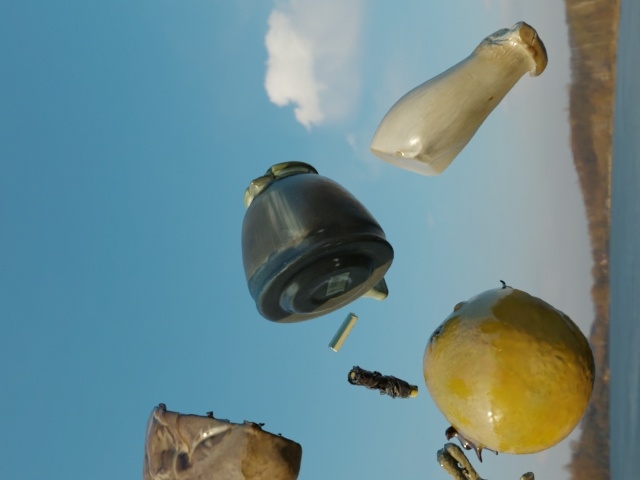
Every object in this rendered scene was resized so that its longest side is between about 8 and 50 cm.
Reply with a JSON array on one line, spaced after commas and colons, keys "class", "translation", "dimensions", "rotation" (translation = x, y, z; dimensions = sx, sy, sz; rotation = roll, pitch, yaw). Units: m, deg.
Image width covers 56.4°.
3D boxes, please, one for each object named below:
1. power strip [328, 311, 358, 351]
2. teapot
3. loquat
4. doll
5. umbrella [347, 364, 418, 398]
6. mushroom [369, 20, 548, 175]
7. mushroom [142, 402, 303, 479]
[{"class": "power strip", "translation": [0.067, 0.263, 1.723], "dimensions": [0.123, 0.032, 0.056], "rotation": [-57, -3, -5]}, {"class": "teapot", "translation": [0.006, -0.014, 1.026], "dimensions": [0.322, 0.239, 0.239], "rotation": [-3, -125, -34]}, {"class": "loquat", "translation": [0.257, 0.187, 0.838], "dimensions": [0.244, 0.244, 0.243], "rotation": [1, -90, -65]}, {"class": "doll", "translation": [0.391, 0.620, 1.413], "dimensions": [0.091, 0.286, 0.202], "rotation": [123, 170, -66]}, {"class": "umbrella", "translation": [0.113, 0.255, 1.054], "dimensions": [0.144, 0.037, 0.040], "rotation": [21, -99, -26]}, {"class": "mushroom", "translation": [0.156, -0.164, 0.701], "dimensions": [0.116, 0.225, 0.093], "rotation": [16, -149, -43]}, {"class": "mushroom", "translation": [-0.141, 0.289, 0.718], "dimensions": [0.156, 0.286, 0.151], "rotation": [30, -117, -31]}]
